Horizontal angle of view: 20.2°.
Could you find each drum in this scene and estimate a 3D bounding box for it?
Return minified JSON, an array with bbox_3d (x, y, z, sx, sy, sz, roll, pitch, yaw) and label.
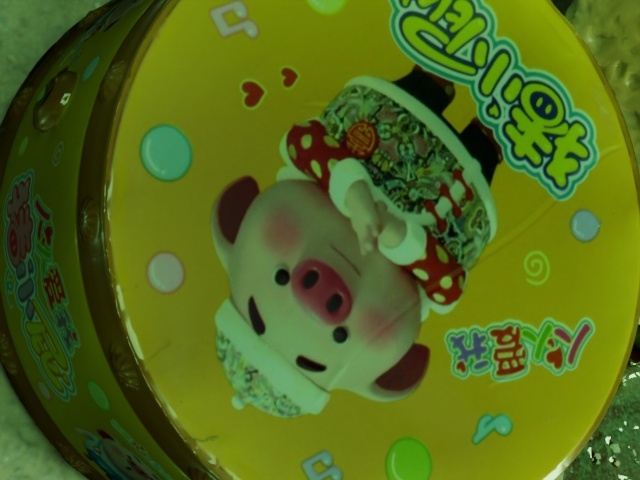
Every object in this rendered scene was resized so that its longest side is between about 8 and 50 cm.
[{"bbox_3d":[0.000,0.000,1.212,0.431,0.214,0.431,4,82,-29],"label":"drum"}]

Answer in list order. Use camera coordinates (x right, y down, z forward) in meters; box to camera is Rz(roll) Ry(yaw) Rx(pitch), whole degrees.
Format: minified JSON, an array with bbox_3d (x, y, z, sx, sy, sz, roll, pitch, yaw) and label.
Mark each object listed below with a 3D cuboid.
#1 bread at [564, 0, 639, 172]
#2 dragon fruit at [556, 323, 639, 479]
[{"bbox_3d":[0.337,-0.167,1.395,0.329,0.245,0.424,-16,96,-29],"label":"bread"},{"bbox_3d":[0.227,0.209,1.361,0.268,0.130,0.295,32,71,-22],"label":"dragon fruit"}]
